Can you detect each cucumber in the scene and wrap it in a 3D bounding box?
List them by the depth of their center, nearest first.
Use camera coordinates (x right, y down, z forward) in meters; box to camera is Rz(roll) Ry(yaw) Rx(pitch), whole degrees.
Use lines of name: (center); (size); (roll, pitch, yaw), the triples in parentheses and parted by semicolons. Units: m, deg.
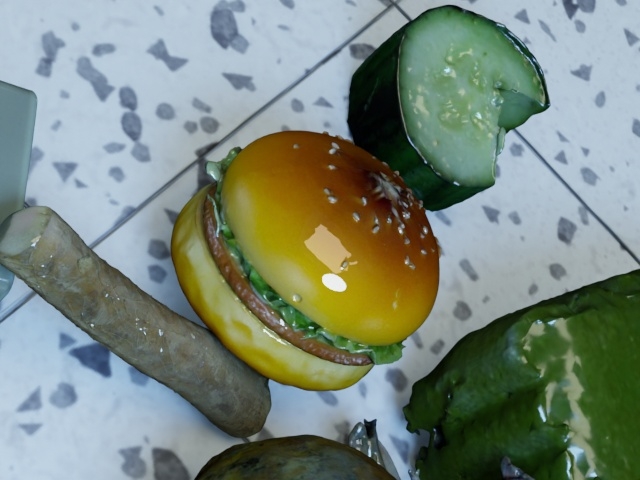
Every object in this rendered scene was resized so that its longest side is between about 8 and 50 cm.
cucumber: (0.120, -0.136, 1.344); (0.191, 0.130, 0.191); (8, 67, -21)

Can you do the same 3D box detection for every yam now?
yam: (-0.148, 0.069, 1.076); (0.300, 0.066, 0.066); (41, 50, -37)

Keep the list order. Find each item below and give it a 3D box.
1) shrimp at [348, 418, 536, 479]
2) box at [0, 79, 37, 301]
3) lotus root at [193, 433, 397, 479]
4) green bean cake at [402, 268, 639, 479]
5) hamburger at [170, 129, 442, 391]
shrimp: (0.129, 0.290, 1.083); (0.085, 0.247, 0.360); (8, 45, -53)
box: (-0.314, -0.039, 1.066); (0.129, 0.148, 0.210); (16, 63, -28)
lotus root: (-0.001, 0.298, 0.966); (0.250, 0.250, 0.346); (0, 38, -27)
green bean cake: (0.275, 0.207, 1.213); (0.319, 0.218, 0.335); (-9, 77, -38)
hamburger: (-0.001, 0.001, 1.150); (0.246, 0.170, 0.246); (32, 33, -24)
